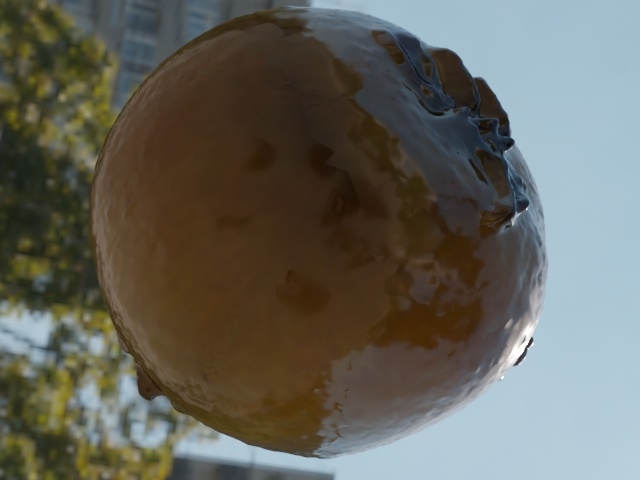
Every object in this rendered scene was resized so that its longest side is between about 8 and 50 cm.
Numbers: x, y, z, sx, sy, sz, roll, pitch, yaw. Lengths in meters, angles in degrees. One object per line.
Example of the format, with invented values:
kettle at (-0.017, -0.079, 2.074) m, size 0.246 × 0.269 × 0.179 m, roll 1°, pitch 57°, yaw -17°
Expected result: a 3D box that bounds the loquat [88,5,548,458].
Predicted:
loquat at (0.000, 0.000, 0.529) m, size 0.141 × 0.141 × 0.141 m, roll -40°, pitch -136°, yaw 55°
